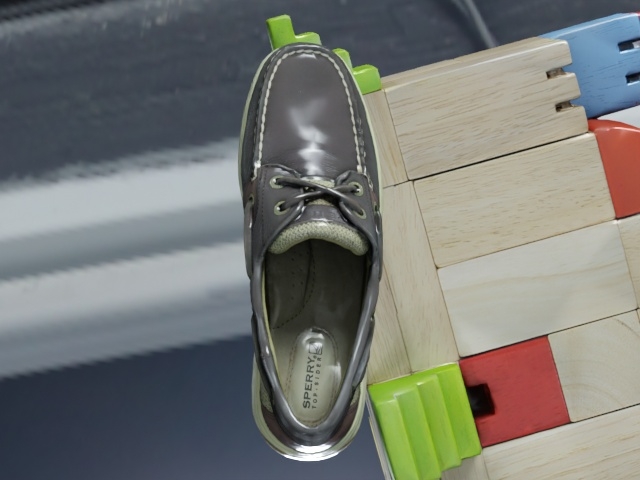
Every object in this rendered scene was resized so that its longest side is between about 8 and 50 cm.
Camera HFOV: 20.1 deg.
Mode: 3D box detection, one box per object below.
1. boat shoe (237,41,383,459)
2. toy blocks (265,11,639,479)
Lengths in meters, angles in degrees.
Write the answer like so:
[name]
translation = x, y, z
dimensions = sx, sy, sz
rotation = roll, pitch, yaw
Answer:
[boat shoe]
translation = 0.000, 0.000, 0.640
dimensions = 0.056, 0.049, 0.152
rotation = -2, -100, -9
[toy blocks]
translation = 0.145, 0.033, 0.964
dimensions = 0.261, 0.191, 0.381
rotation = -16, -83, -1
